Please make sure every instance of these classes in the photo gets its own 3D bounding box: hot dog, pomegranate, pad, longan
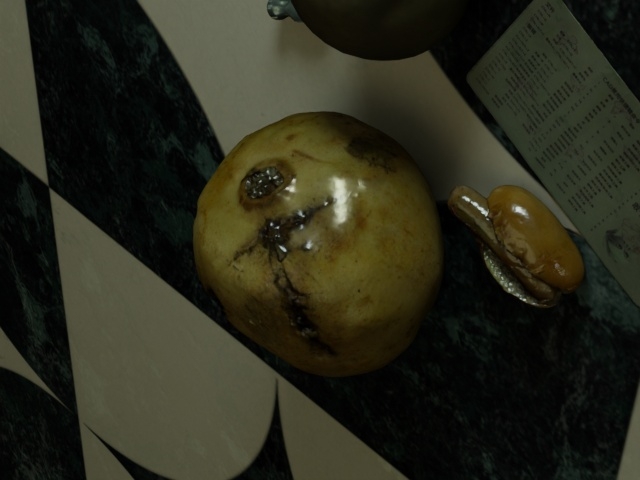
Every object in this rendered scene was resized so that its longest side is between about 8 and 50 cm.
[{"bbox_3d":[0.178,-0.001,1.343,0.140,0.060,0.090,59,144,7],"label":"hot dog"},{"bbox_3d":[0.000,0.000,1.435,0.260,0.260,0.260,34,141,34],"label":"pomegranate"},{"bbox_3d":[0.233,-0.074,1.255,0.265,0.009,0.159,54,149,8],"label":"pad"},{"bbox_3d":[0.051,-0.240,1.235,0.189,0.189,0.189,34,141,34],"label":"longan"}]

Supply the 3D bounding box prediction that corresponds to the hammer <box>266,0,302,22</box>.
[{"bbox_3d":[-0.040,-0.330,1.408,0.103,0.029,0.246,12,124,50],"label":"hammer"}]
